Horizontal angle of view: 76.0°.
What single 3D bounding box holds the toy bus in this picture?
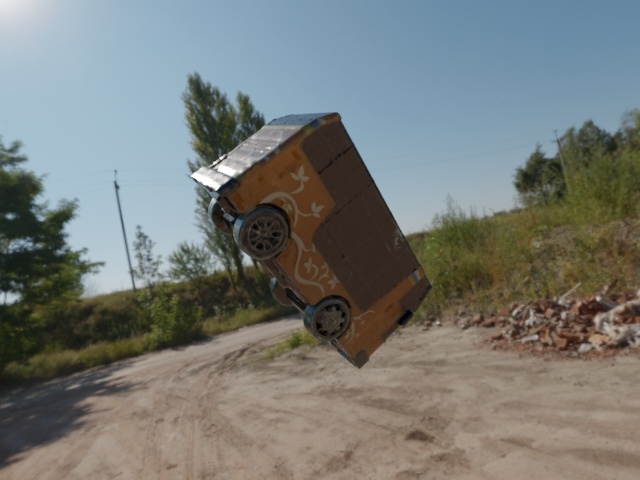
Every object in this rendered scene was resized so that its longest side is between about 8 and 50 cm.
[{"bbox_3d":[0.000,0.000,0.565,0.194,0.323,0.162,-42,29,-13],"label":"toy bus"}]
